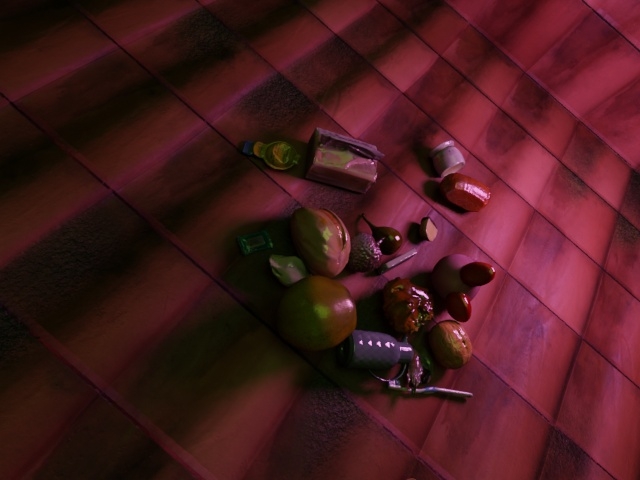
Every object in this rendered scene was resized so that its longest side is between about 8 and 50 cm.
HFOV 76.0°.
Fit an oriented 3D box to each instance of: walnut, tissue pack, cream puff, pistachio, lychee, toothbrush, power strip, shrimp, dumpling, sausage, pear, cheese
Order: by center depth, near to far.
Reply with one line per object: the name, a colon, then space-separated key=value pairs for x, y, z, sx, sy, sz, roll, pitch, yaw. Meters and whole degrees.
pear: x=-0.020 y=0.262 z=1.467 sx=0.295 sy=0.294 sz=0.294 roll=8 pitch=65 yaw=-18
dumpling: x=-0.120 y=0.103 z=1.588 sx=0.111 sy=0.155 sz=0.181 roll=-30 pitch=117 yaw=4
tissue pack: x=-0.259 y=0.006 z=1.621 sx=0.138 sy=0.028 sz=0.085 roll=-16 pitch=77 yaw=-32
pistachio: x=0.000 y=0.000 z=1.622 sx=0.230 sy=0.229 sz=0.308 roll=-19 pitch=65 yaw=-28
toothbrush: x=0.438 y=0.598 z=1.626 sx=0.387 sy=0.040 sz=0.040 roll=14 pitch=63 yaw=-14
shrimp: x=0.400 y=0.522 z=1.626 sx=0.126 sy=0.047 sz=0.223 roll=33 pitch=46 yaw=-9
cream puff: x=0.352 y=0.269 z=1.663 sx=0.241 sy=0.154 sz=0.269 roll=31 pitch=32 yaw=-4
walnut: x=0.530 y=0.423 z=1.673 sx=0.165 sy=0.165 sz=0.197 roll=-9 pitch=66 yaw=-25
lychee: x=0.188 y=0.047 z=1.695 sx=0.198 sy=0.165 sz=0.165 roll=-32 pitch=80 yaw=5
power strip: x=0.341 y=0.089 z=1.790 sx=0.227 sy=0.080 sz=0.029 roll=-24 pitch=73 yaw=-29
cheese: x=-0.213 y=-0.382 z=1.790 sx=0.250 sy=0.064 sz=0.156 roll=15 pitch=62 yaw=-5
tissue pack: x=0.107 y=-0.373 z=1.819 sx=0.306 sy=0.238 sz=0.238 roll=14 pitch=63 yaw=-16
sausage: x=0.717 y=-0.242 z=2.042 sx=0.268 sy=0.153 sz=0.141 roll=22 pitch=42 yaw=-11

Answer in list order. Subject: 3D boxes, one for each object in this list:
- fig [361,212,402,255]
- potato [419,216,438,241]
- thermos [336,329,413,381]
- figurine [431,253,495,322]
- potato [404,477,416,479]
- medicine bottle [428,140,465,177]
fig: x=0.257 y=-0.041 z=1.803 sx=0.124 sy=0.124 sz=0.236 roll=-29 pitch=69 yaw=-29
potato: x=0.492 y=-0.042 z=1.913 sx=0.096 sy=0.067 sz=0.103 roll=50 pitch=51 yaw=-24
thermos: x=0.214 y=0.434 z=1.552 sx=0.287 sy=0.145 sz=0.182 roll=12 pitch=74 yaw=-19
figurine: x=0.586 y=0.165 z=1.758 sx=0.211 sy=0.269 sz=0.261 roll=28 pitch=17 yaw=10
potato: x=0.298 y=0.894 z=1.421 sx=0.138 sy=0.070 sz=0.091 roll=-37 pitch=86 yaw=-29
medicine bottle: x=0.645 y=-0.418 z=2.096 sx=0.147 sy=0.147 sz=0.143 roll=-16 pitch=73 yaw=-27
